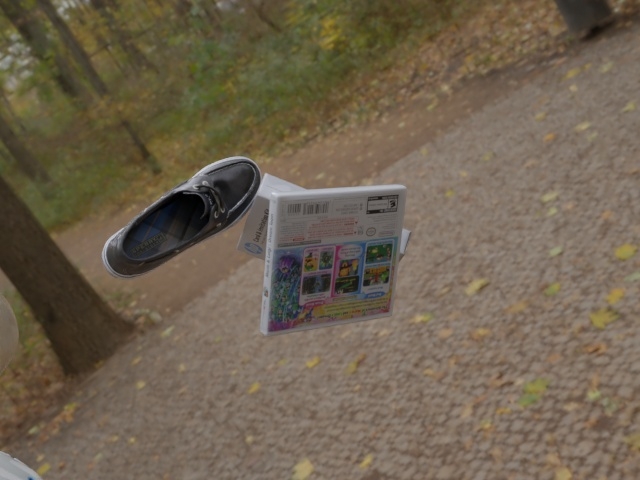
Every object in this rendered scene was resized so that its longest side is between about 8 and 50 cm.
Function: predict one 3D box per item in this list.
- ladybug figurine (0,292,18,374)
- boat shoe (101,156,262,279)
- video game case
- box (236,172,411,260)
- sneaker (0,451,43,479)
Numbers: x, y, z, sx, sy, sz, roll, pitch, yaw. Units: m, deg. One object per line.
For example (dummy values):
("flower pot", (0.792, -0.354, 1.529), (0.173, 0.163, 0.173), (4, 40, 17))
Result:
("ladybug figurine", (-0.485, 0.104, 0.729), (0.449, 0.161, 0.305), (-19, 25, -11))
("boat shoe", (-0.152, -0.034, 1.044), (0.228, 0.080, 0.076), (-32, 2, -28))
("video game case", (0.014, 0.018, 0.897), (0.157, 0.143, 0.019), (-6, 20, -34))
("box", (0.000, 0.000, 1.094), (0.145, 0.186, 0.038), (119, 173, -60))
("sneaker", (-0.184, 0.123, 0.445), (0.083, 0.191, 0.071), (6, 67, 36))
